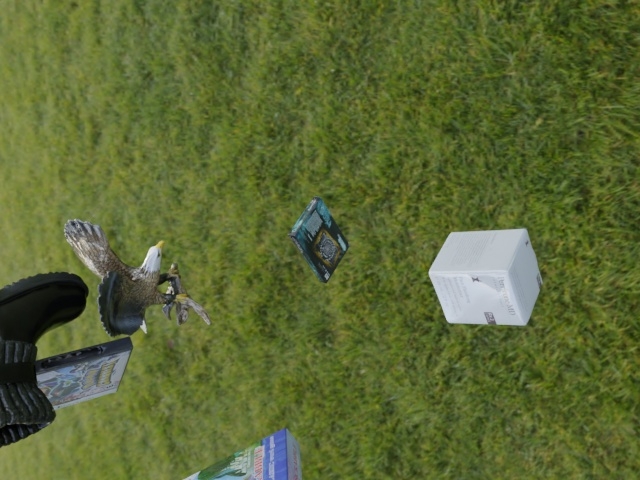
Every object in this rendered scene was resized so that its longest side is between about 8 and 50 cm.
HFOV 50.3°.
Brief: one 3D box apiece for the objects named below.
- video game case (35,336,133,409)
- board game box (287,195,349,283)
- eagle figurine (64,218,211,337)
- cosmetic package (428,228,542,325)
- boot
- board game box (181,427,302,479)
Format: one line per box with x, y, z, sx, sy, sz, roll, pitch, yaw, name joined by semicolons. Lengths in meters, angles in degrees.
-0.554;0.308;1.494;0.035;0.248;0.275;65;147;22;video game case
0.000;0.000;1.670;0.026;0.126;0.186;11;146;38;board game box
-0.402;0.087;1.435;0.226;0.298;0.225;1;84;38;eagle figurine
0.364;0.080;1.490;0.183;0.151;0.151;-3;125;37;cosmetic package
-0.531;0.215;1.239;0.260;0.347;0.131;49;129;18;boot
-0.183;0.567;1.358;0.317;0.319;0.066;-30;115;9;board game box
